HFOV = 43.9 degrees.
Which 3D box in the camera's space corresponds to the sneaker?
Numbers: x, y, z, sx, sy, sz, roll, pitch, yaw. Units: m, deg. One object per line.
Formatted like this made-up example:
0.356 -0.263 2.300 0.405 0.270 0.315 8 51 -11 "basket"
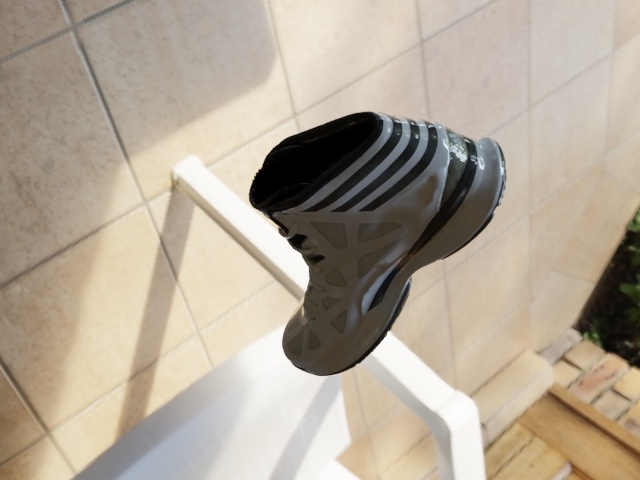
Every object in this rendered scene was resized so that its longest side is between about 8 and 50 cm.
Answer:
0.000 -0.001 1.005 0.257 0.169 0.448 17 132 -24 "sneaker"
